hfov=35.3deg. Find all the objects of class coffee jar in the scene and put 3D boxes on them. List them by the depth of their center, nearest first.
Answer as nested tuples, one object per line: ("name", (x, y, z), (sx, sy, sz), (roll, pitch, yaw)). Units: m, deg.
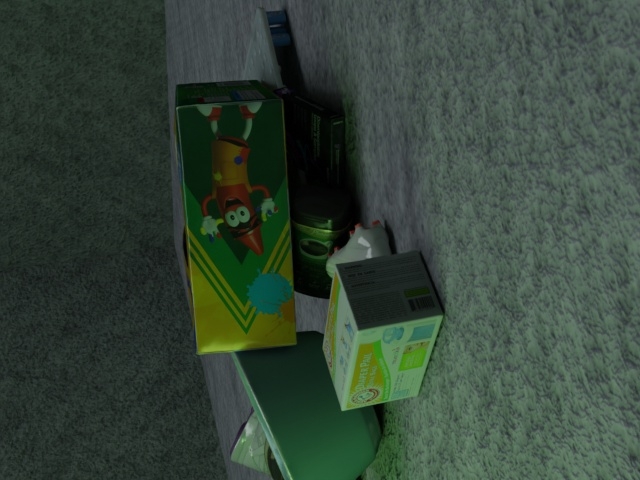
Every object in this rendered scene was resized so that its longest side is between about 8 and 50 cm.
("coffee jar", (0.000, 0.000, 1.561), (0.079, 0.096, 0.184), (-67, -15, -46))

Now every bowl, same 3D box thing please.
("bowl", (-0.014, 0.265, 1.580), (0.311, 0.163, 0.311), (156, 90, -81))

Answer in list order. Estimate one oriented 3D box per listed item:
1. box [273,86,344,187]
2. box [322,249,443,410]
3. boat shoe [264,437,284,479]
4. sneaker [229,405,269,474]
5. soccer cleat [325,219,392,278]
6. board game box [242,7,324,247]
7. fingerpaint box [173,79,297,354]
("box", (-0.019, -0.163, 1.575), (0.162, 0.029, 0.116), (32, 132, 45))
("box", (0.074, 0.120, 1.301), (0.203, 0.114, 0.103), (96, 160, -52))
("boat shoe", (-0.028, 0.386, 1.870), (0.130, 0.132, 0.355), (-117, 22, -48))
("sneaker", (-0.093, 0.414, 2.258), (0.114, 0.152, 0.305), (-56, -6, -51))
("soccer cleat", (0.054, 0.036, 1.440), (0.196, 0.068, 0.076), (124, 133, -67))
("board game box", (-0.076, -0.168, 1.871), (0.390, 0.050, 0.390), (117, 141, -68))
("fingerpaint box", (-0.150, -0.062, 1.648), (0.445, 0.163, 0.371), (-121, 27, -74))
